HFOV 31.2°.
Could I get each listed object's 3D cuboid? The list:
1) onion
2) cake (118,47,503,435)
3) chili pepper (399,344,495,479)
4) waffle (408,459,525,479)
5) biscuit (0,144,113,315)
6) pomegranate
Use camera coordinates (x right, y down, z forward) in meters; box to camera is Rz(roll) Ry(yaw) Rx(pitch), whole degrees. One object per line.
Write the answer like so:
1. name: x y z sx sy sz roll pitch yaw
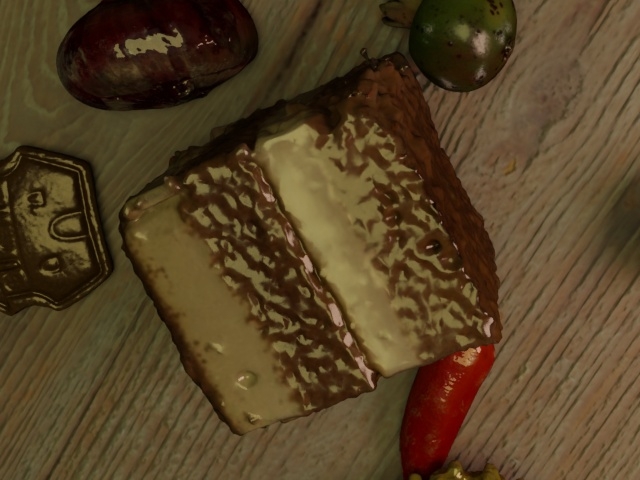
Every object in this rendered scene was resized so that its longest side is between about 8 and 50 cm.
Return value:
1. onion: -0.173 -0.200 1.139 0.206 0.098 0.151 -21 100 10
2. cake: 0.000 0.000 1.089 0.290 0.255 0.282 -27 100 15
3. chili pepper: 0.130 0.162 1.205 0.071 0.063 0.272 23 106 14
4. waffle: 0.153 0.353 1.227 0.253 0.056 0.249 36 108 -13
5. biscuit: -0.337 -0.006 1.229 0.215 0.034 0.182 -9 100 8
6. pomegranate: 0.121 -0.207 1.109 0.142 0.114 0.114 27 105 26
